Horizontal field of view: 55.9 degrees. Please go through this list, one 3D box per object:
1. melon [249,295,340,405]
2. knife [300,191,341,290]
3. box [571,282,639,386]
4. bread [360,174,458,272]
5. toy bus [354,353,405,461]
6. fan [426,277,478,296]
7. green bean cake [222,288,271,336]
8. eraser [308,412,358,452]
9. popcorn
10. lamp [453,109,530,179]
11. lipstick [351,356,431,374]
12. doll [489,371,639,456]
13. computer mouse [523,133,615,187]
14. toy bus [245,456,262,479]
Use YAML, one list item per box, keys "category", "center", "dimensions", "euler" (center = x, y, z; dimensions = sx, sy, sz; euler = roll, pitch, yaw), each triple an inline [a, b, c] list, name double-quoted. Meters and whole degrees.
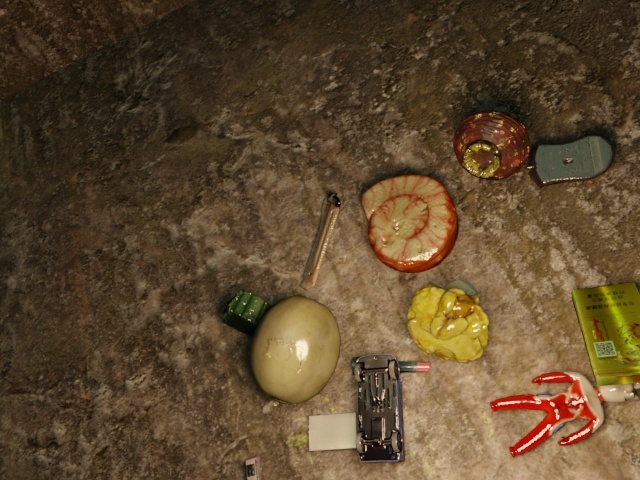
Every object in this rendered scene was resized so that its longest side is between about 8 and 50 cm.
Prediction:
- category: "melon"
  center: [-0.078, 0.331, 1.802]
  dimensions: [0.268, 0.268, 0.330]
  euler: [16, 79, 25]
- category: "knife"
  center: [0.005, 0.002, 2.070]
  dimensions: [0.089, 0.043, 0.366]
  euler: [-10, 59, 53]
- category: "box"
  center: [0.789, 0.243, 1.607]
  dimensions: [0.172, 0.043, 0.311]
  euler: [-9, 39, 15]
- category: "bread"
  center: [0.294, -0.058, 1.955]
  dimensions: [0.295, 0.114, 0.328]
  euler: [-16, 60, 10]
- category: "toy bus"
  center: [0.175, 0.478, 1.719]
  dimensions: [0.125, 0.133, 0.292]
  euler: [-9, 64, 21]
- category: "fan"
  center: [0.403, 0.161, 1.869]
  dimensions: [0.175, 0.005, 0.113]
  euler: [31, 78, 28]
- category: "green bean cake"
  center: [-0.250, 0.227, 1.950]
  dimensions: [0.193, 0.208, 0.107]
  euler: [20, 70, 24]
- category: "eraser"
  center: [0.039, 0.568, 1.784]
  dimensions: [0.150, 0.023, 0.104]
  euler: [-9, 62, 16]
- category: "popcorn"
  center: [0.361, 0.238, 1.728]
  dimensions: [0.256, 0.255, 0.195]
  euler: [47, 62, 5]
- category: "lamp"
  center: [0.541, -0.300, 1.921]
  dimensions: [0.246, 0.247, 0.247]
  euler: [-8, 62, 15]
- category: "lipstick"
  center: [0.213, 0.375, 1.808]
  dimensions: [0.234, 0.053, 0.054]
  euler: [-4, 64, 13]
- category: "doll"
  center: [0.657, 0.436, 1.598]
  dimensions: [0.383, 0.099, 0.189]
  euler: [-22, 70, 12]
- category: "computer mouse"
  center: [0.776, -0.245, 1.895]
  dimensions: [0.264, 0.088, 0.147]
  euler: [-5, 80, 16]
- category: "toy bus"
  center: [-0.194, 0.708, 1.779]
  dimensions: [0.036, 0.052, 0.131]
  euler: [-17, 61, 12]
